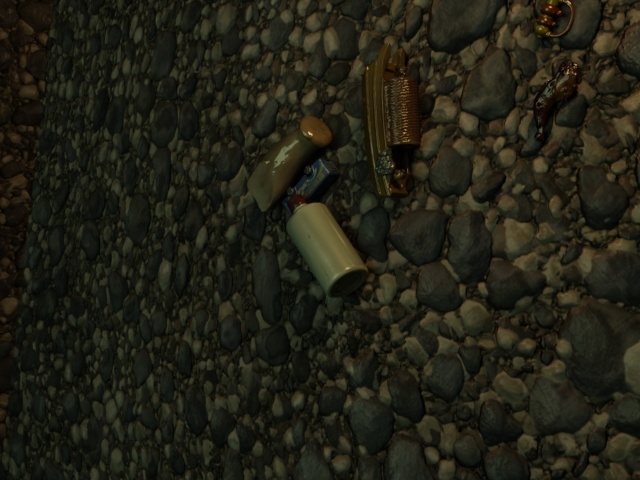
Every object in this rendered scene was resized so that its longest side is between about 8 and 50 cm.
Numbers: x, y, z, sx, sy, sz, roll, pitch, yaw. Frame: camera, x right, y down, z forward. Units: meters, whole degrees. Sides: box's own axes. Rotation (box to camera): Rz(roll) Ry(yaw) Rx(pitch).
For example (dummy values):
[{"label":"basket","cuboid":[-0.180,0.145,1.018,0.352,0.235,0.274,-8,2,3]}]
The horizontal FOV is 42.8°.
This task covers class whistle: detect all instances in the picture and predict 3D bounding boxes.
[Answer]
[{"label":"whistle","cuboid":[0.413,-0.404,1.423,0.046,0.057,0.109,-76,-2,-72]}]

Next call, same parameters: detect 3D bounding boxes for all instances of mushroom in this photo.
[{"label":"mushroom","cuboid":[-0.077,-0.179,1.845,0.247,0.096,0.108,-47,18,26]}]

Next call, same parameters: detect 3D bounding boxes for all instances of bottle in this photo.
[{"label":"bottle","cuboid":[0.000,0.000,1.730,0.104,0.104,0.245,-50,57,29]}]

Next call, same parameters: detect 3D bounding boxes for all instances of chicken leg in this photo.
[{"label":"chicken leg","cuboid":[0.401,-0.244,1.414,0.062,0.037,0.145,43,114,25]}]

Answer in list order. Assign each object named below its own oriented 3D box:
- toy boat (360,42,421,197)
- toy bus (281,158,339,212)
[{"label":"toy boat","cuboid":[0.147,-0.238,1.627,0.115,0.089,0.310,-10,78,41]},{"label":"toy bus","cuboid":[-0.022,-0.118,1.813,0.153,0.051,0.061,-49,60,30]}]
